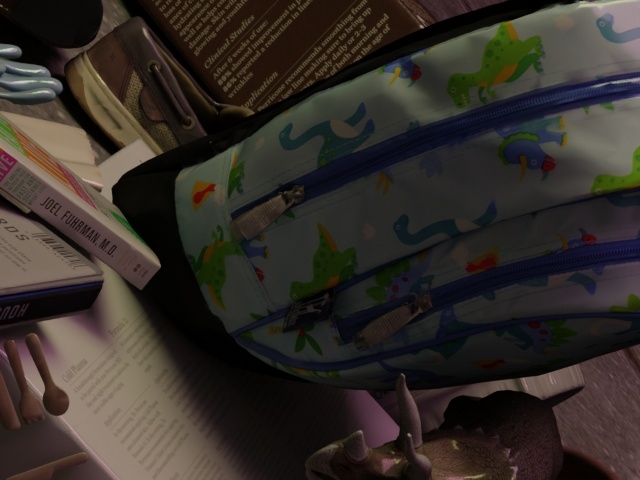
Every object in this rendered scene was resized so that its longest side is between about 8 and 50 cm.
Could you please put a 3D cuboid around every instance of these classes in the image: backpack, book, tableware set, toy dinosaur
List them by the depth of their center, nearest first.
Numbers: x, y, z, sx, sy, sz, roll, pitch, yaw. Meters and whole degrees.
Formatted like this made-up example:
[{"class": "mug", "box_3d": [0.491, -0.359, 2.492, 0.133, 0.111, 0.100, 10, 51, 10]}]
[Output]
[{"class": "tableware set", "box_3d": [-0.167, 0.130, 0.923, 0.024, 0.104, 0.154, -126, -162, -81]}, {"class": "book", "box_3d": [-0.162, -0.032, 1.024, 0.144, 0.035, 0.096, 39, 2, -31]}, {"class": "toy dinosaur", "box_3d": [0.083, 0.146, 1.047, 0.121, 0.160, 0.313, 56, 28, 12]}, {"class": "backpack", "box_3d": [0.101, -0.023, 1.085, 0.290, 0.355, 0.273, 7, 54, -48]}]

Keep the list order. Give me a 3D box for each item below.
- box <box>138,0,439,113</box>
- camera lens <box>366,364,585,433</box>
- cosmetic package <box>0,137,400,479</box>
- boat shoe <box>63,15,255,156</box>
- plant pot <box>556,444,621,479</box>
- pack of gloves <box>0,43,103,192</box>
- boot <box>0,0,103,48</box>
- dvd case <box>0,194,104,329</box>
[{"class": "box", "box_3d": [-0.041, -0.226, 1.718, 0.381, 0.191, 0.143, 52, 14, 30]}, {"class": "camera lens", "box_3d": [0.059, 0.032, 1.420, 0.274, 0.219, 0.219, 65, 20, 11]}, {"class": "cosmetic package", "box_3d": [-0.101, 0.102, 1.129, 0.284, 0.097, 0.377, 51, 18, -4]}, {"class": "boat shoe", "box_3d": [-0.088, -0.074, 1.526, 0.285, 0.092, 0.103, 43, 17, -25]}, {"class": "plant pot", "box_3d": [0.143, 0.298, 1.180, 0.254, 0.237, 0.237, 56, 11, -37]}, {"class": "pack of gloves", "box_3d": [-0.267, -0.095, 1.159, 0.232, 0.046, 0.195, 18, 22, -26]}, {"class": "boot", "box_3d": [-0.271, -0.224, 1.466, 0.219, 0.082, 0.106, 40, -7, -3]}, {"class": "dvd case", "box_3d": [-0.240, -0.011, 0.898, 0.179, 0.029, 0.239, 36, 18, 21]}]
